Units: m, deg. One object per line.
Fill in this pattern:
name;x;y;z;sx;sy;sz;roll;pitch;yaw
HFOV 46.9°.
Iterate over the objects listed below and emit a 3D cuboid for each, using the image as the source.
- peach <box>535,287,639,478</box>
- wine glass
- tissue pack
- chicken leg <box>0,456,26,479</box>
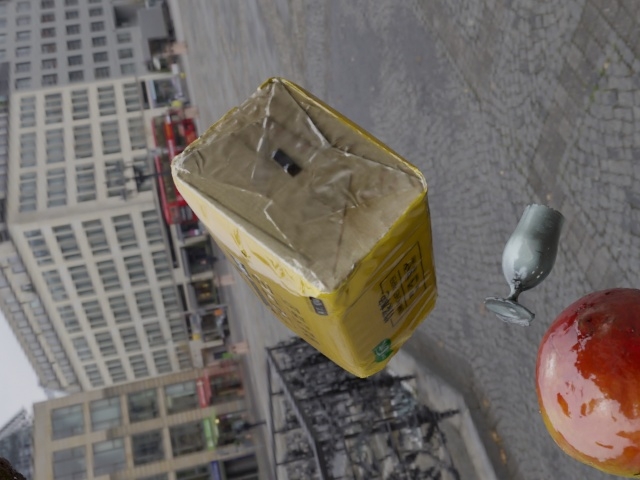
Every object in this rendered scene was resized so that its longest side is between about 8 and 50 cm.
peach;0.608;0.280;1.488;0.370;0.370;0.370;169;90;-80
wine glass;0.396;0.044;1.408;0.222;0.103;0.103;-63;-2;-18
tissue pack;0.000;0.000;1.055;0.293;0.228;0.382;37;168;24
chicken leg;-0.585;0.398;1.227;0.063;0.234;0.105;-37;48;37
